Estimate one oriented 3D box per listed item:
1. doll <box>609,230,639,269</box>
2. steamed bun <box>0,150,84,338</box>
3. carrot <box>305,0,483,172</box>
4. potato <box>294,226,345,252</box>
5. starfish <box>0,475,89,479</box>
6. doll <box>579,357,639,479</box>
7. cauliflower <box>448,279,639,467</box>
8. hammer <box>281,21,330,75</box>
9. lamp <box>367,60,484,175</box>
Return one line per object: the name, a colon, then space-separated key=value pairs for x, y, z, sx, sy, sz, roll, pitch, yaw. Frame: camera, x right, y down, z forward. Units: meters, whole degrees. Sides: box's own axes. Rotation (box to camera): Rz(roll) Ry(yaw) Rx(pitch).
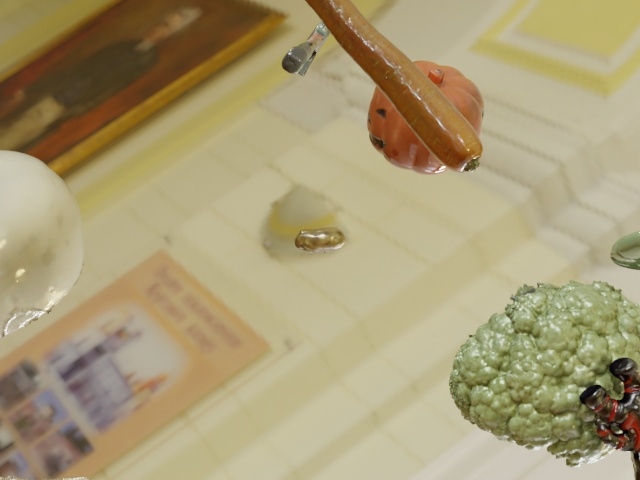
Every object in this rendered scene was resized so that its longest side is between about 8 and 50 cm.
doll: x=0.445 y=0.038 z=1.351 sx=0.284 sy=0.216 sz=0.268 roll=13 pitch=-11 yaw=-15
steamed bun: x=-0.501 y=-0.003 z=1.964 sx=0.324 sy=0.324 sz=0.206 roll=35 pitch=-27 yaw=56
carrot: x=0.055 y=-0.154 z=1.198 sx=0.248 sy=0.043 sz=0.043 roll=49 pitch=-14 yaw=9
potato: x=0.000 y=0.000 z=2.159 sx=0.051 sy=0.083 sz=0.040 roll=-46 pitch=133 yaw=-70
starfish: x=-0.482 y=0.276 z=1.624 sx=0.398 sy=0.383 sz=0.132 roll=120 pitch=-28 yaw=-53
doll: x=0.455 y=0.277 z=1.857 sx=0.249 sy=0.127 sz=0.088 roll=48 pitch=16 yaw=-9
cauliflower: x=0.342 y=0.179 z=1.976 sx=0.275 sy=0.272 sz=0.250 roll=30 pitch=0 yaw=1
hammer: x=-0.020 y=-0.285 z=2.038 sx=0.033 sy=0.111 sz=0.288 roll=35 pitch=15 yaw=-3
lamp: x=0.168 y=-0.201 z=2.168 sx=0.187 sy=0.187 sz=0.164 roll=46 pitch=-41 yaw=35
